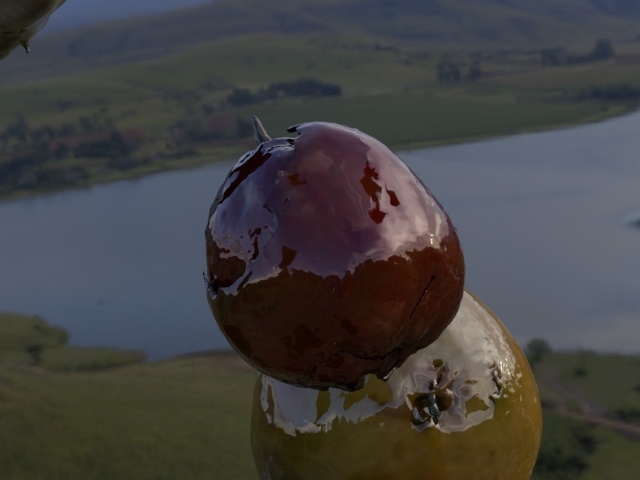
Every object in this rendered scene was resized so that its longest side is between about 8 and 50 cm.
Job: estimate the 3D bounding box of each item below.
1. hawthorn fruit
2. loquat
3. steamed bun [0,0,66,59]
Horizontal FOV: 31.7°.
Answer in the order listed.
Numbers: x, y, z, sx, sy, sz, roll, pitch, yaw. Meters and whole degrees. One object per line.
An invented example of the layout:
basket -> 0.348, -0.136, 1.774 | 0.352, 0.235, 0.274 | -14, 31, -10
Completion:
hawthorn fruit -> 0.000, 0.000, 0.627 | 0.148, 0.172, 0.148 | -20, -15, -5
loquat -> 0.065, 0.153, 1.000 | 0.263, 0.263, 0.263 | -7, 8, 1
steamed bun -> -0.376, -0.369, 1.184 | 0.367, 0.342, 0.255 | -24, 21, 48
